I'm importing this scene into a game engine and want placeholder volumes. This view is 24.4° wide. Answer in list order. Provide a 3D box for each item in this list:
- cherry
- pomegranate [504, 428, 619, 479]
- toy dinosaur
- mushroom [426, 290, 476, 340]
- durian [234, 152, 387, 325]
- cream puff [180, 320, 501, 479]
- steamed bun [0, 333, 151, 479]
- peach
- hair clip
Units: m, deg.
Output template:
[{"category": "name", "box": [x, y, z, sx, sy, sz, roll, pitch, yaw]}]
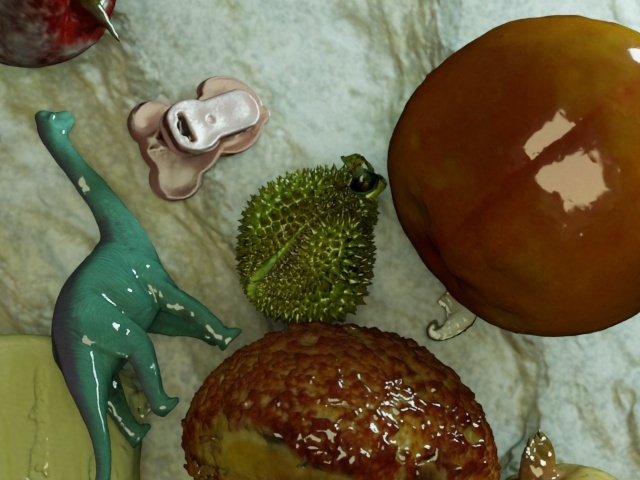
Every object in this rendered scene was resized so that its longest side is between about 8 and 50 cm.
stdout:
[{"category": "cherry", "box": [-0.329, -0.314, 1.593, 0.300, 0.203, 0.230, 30, 122, 9]}, {"category": "pomegranate", "box": [0.259, 0.337, 1.594, 0.207, 0.207, 0.207, 0, 87, -3]}, {"category": "toy dinosaur", "box": [-0.261, 0.048, 1.550, 0.331, 0.383, 0.129, 42, 129, -3]}, {"category": "mushroom", "box": [0.159, 0.076, 1.691, 0.049, 0.019, 0.101, 44, 84, -1]}, {"category": "durian", "box": [-0.013, 0.001, 1.630, 0.159, 0.146, 0.198, 10, 81, 14]}, {"category": "cream puff", "box": [0.029, 0.199, 1.527, 0.350, 0.350, 0.228, 22, 77, -1]}, {"category": "steamed bun", "box": [-0.323, 0.223, 1.578, 0.273, 0.166, 0.232, 5, 63, -33]}, {"category": "peach", "box": [0.238, -0.059, 1.554, 0.302, 0.343, 0.343, -32, 89, -22]}, {"category": "hair clip", "box": [-0.138, -0.124, 1.683, 0.138, 0.102, 0.123, -29, 90, -36]}]
